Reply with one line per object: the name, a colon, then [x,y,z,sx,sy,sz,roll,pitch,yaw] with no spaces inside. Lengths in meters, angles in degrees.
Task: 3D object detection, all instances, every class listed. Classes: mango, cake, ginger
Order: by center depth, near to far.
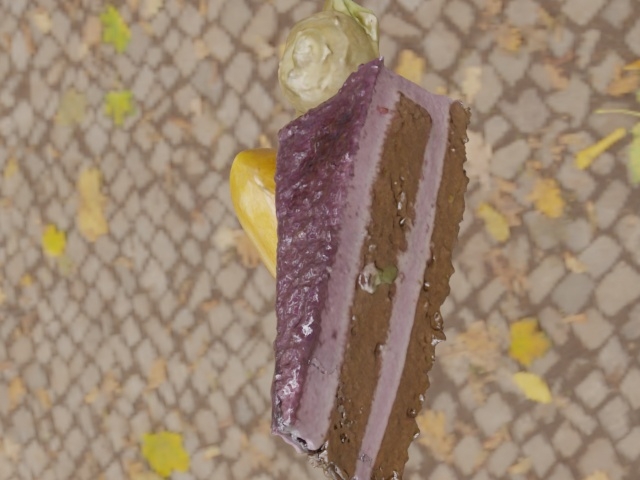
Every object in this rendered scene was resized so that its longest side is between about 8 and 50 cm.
cake: [0.020,0.023,0.902,0.113,0.116,0.295,-23,45,39]
ginger: [-0.001,-0.152,1.438,0.115,0.123,0.193,28,127,31]
mango: [0.000,0.000,1.476,0.138,0.187,0.257,-39,96,23]
